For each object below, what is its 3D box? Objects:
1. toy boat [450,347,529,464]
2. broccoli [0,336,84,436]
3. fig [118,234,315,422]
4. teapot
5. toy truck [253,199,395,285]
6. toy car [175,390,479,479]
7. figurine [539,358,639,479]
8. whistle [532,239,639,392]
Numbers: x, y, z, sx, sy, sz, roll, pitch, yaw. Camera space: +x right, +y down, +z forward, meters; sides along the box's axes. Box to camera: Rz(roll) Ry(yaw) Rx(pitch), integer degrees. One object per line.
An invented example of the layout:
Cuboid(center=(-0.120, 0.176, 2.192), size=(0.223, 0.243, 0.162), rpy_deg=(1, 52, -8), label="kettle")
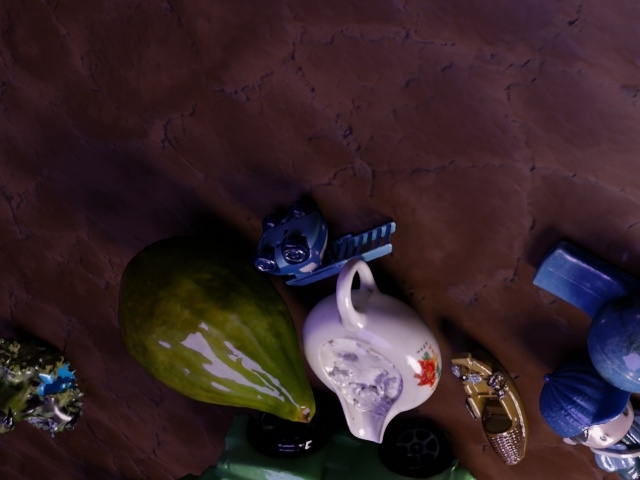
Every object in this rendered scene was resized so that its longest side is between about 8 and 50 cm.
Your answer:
Cuboid(center=(0.174, 0.164, 0.830), size=(0.047, 0.049, 0.149), rpy_deg=(-9, 122, 39), label="toy boat")
Cuboid(center=(-0.437, 0.223, 1.194), size=(0.154, 0.160, 0.167), rpy_deg=(-12, 113, 7), label="broccoli")
Cuboid(center=(-0.097, 0.088, 0.856), size=(0.233, 0.167, 0.167), rpy_deg=(20, 136, 4), label="fig")
Cuboid(center=(0.049, 0.101, 0.817), size=(0.145, 0.092, 0.226), rpy_deg=(5, 133, 25), label="teapot")
Cuboid(center=(0.000, 0.000, 0.787), size=(0.136, 0.063, 0.074), rpy_deg=(-21, 134, 41), label="toy truck")
Cuboid(center=(0.013, 0.319, 0.980), size=(0.359, 0.176, 0.213), rpy_deg=(9, 133, 25), label="toy car")
Cuboid(center=(0.270, 0.168, 0.763), size=(0.149, 0.086, 0.087), rpy_deg=(43, 179, -26), label="figurine")
Cuboid(center=(0.246, 0.074, 0.677), size=(0.158, 0.090, 0.090), rpy_deg=(29, 138, 6), label="whistle")
